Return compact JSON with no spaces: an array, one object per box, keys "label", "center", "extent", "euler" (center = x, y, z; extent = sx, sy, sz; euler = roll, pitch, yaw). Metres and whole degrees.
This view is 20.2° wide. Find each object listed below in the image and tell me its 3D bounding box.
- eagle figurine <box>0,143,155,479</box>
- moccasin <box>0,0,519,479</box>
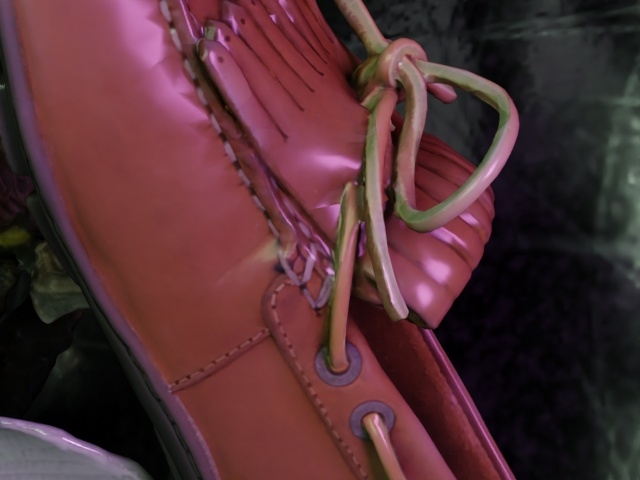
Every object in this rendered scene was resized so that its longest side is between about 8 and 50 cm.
[{"label":"eagle figurine","center":[-0.198,0.084,0.681],"extent":[0.298,0.225,0.226],"euler":[-42,91,1]},{"label":"moccasin","center":[0.000,0.001,0.556],"extent":[0.147,0.139,0.380],"euler":[-18,103,10]}]
